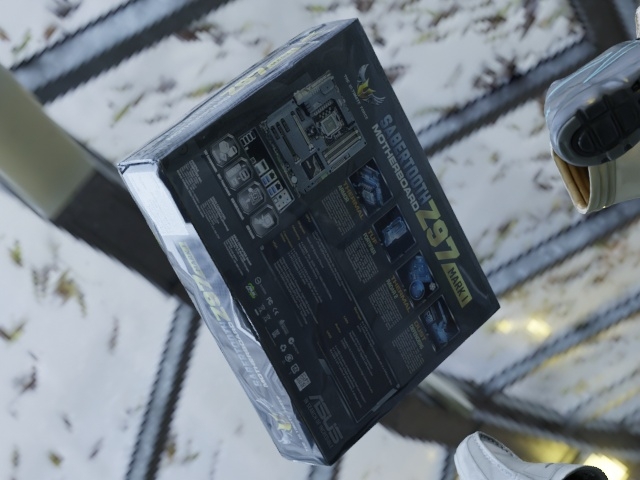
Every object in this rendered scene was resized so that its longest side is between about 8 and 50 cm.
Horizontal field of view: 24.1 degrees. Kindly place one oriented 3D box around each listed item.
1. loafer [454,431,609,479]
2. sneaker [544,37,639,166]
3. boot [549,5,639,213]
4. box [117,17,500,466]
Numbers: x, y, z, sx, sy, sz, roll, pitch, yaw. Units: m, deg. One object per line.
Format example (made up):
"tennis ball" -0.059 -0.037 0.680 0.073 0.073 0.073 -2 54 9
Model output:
"loafer" 0.251 0.274 1.531 0.112 0.319 0.111 22 -80 -38
"sneaker" 0.338 -0.175 1.475 0.267 0.106 0.101 -25 -57 9
"boot" 0.388 -0.173 1.912 0.204 0.095 0.261 -10 -88 -18
"box" 0.000 0.000 0.975 0.183 0.059 0.232 -40 -68 -30
